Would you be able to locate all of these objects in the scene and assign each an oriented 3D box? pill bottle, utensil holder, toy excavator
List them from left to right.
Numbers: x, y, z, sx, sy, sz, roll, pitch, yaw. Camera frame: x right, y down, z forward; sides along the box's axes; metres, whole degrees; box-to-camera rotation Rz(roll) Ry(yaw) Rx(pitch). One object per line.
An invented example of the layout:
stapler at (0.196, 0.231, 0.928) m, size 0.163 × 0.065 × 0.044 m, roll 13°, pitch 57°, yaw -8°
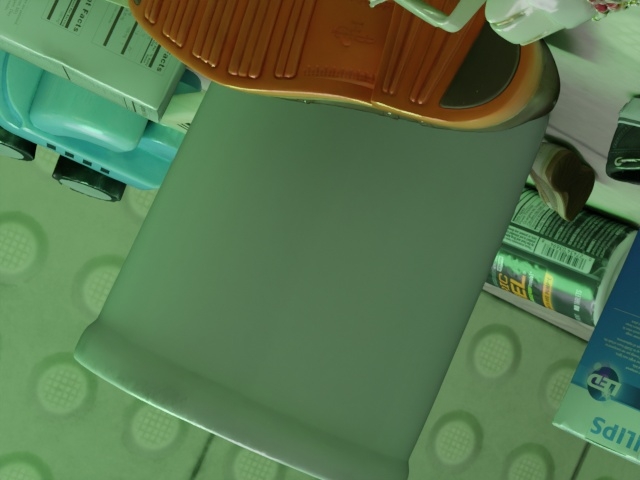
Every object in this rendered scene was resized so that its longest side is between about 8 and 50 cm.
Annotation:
toy excavator at (-0.216, -0.172, 2.000) m, size 0.433 × 0.222 × 0.445 m, roll 25°, pitch 168°, yaw -26°
utensil holder at (0.000, 0.000, 1.382) m, size 0.328 × 0.385 × 0.327 m, roll 25°, pitch 178°, yaw 1°
pill bottle at (0.259, 0.006, 1.821) m, size 0.246 × 0.130 × 0.130 m, roll 23°, pitch 177°, yaw 28°

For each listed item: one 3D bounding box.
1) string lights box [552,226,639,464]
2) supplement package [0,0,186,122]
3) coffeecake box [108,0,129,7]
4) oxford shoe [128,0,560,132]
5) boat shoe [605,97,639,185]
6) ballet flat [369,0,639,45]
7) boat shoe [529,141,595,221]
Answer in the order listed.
string lights box at (0.329, 0.079, 1.349) m, size 0.133 × 0.259 × 0.077 m, roll 22°, pitch 176°, yaw 43°
supplement package at (-0.253, -0.240, 1.569) m, size 0.244 × 0.133 × 0.139 m, roll 25°, pitch 177°, yaw -5°
coffeecake box at (-0.272, -0.285, 1.382) m, size 0.185 × 0.068 × 0.142 m, roll 23°, pitch -173°, yaw 20°
oxford shoe at (0.012, -0.154, 1.152) m, size 0.364 × 0.130 × 0.133 m, roll 23°, pitch -177°, yaw 26°
boat shoe at (0.319, -0.040, 1.118) m, size 0.229 × 0.076 × 0.080 m, roll 23°, pitch 177°, yaw 26°
ballet flat at (0.104, -0.154, 0.868) m, size 0.091 × 0.077 × 0.241 m, roll 29°, pitch 174°, yaw -43°
boat shoe at (0.242, -0.064, 1.527) m, size 0.048 × 0.056 × 0.153 m, roll 33°, pitch 180°, yaw 27°
